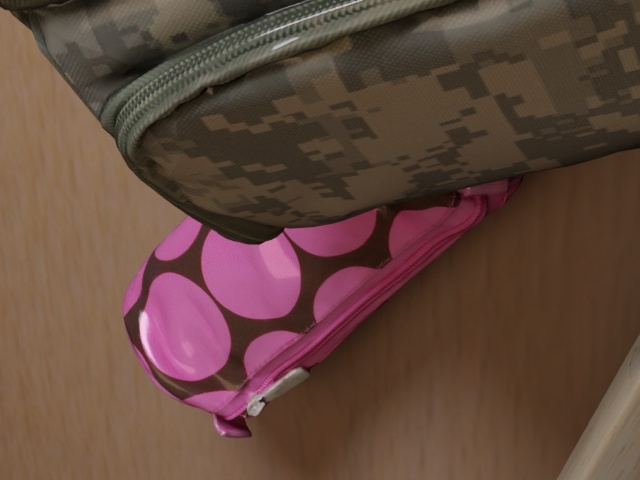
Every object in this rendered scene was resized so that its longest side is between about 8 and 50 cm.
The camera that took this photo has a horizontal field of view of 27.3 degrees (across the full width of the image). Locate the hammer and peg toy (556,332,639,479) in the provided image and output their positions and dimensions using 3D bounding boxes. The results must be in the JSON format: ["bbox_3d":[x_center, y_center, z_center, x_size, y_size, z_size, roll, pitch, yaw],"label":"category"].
[{"bbox_3d":[0.207,0.067,0.388,0.266,0.127,0.361,19,121,-2],"label":"hammer and peg toy"}]

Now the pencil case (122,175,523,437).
[{"bbox_3d":[0.000,0.000,0.589,0.209,0.095,0.098,-45,48,38],"label":"pencil case"}]

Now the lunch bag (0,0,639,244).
[{"bbox_3d":[0.055,-0.131,0.383,0.305,0.212,0.256,-14,135,18],"label":"lunch bag"}]
